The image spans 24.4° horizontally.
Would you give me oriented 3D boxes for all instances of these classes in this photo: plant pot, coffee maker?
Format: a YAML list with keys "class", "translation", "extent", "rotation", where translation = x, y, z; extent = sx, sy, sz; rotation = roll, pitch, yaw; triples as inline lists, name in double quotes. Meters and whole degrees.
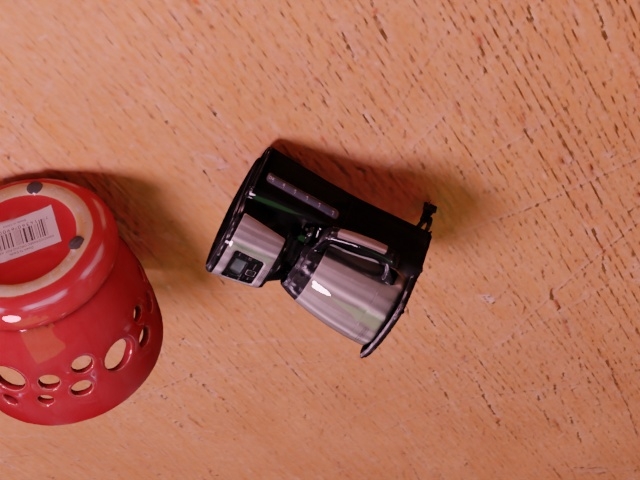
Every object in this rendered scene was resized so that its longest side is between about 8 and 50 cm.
- class: "plant pot"
  translation: [-0.256, 0.053, 1.391]
  extent: [0.191, 0.191, 0.174]
  rotation: [-4, 143, 6]
- class: "coffee maker"
  translation: [0.000, 0.000, 1.368]
  extent: [0.178, 0.171, 0.120]
  rotation: [29, 117, -6]
